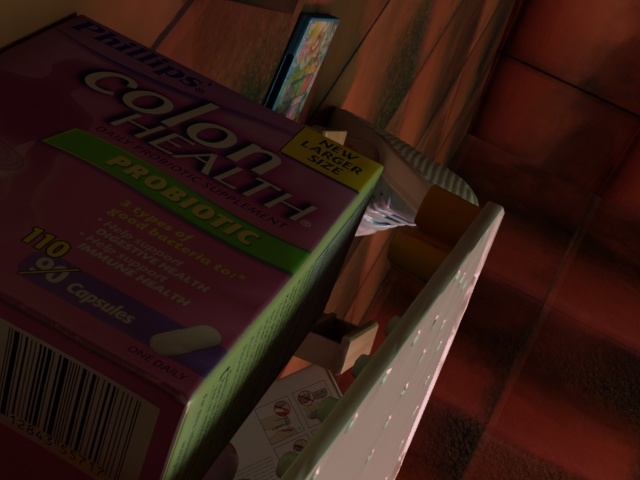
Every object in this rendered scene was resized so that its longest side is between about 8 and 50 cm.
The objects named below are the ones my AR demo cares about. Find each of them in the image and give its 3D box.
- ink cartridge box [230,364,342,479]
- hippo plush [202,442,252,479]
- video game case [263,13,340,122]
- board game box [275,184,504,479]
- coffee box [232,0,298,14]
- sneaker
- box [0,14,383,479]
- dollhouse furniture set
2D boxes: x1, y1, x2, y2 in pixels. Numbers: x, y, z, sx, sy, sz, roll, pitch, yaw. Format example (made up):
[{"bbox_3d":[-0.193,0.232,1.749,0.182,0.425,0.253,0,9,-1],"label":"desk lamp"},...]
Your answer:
[{"bbox_3d":[-0.118,0.296,1.172,0.309,0.130,0.272,-22,156,-17],"label":"ink cartridge box"},{"bbox_3d":[-0.191,0.282,0.802,0.294,0.234,0.236,-44,-169,36],"label":"hippo plush"},{"bbox_3d":[-0.031,-0.173,1.138,0.166,0.015,0.119,-65,171,17],"label":"video game case"},{"bbox_3d":[-0.035,0.204,0.619,0.390,0.050,0.390,-47,159,-44],"label":"board game box"},{"bbox_3d":[-0.026,-0.271,0.609,0.247,0.098,0.141,-65,170,14],"label":"coffee box"},{"bbox_3d":[0.080,-0.054,1.318,0.150,0.135,0.366,-63,-157,11],"label":"sneaker"},{"bbox_3d":[-0.115,0.006,0.542,0.243,0.213,0.117,-49,164,-55],"label":"box"},{"bbox_3d":[0.000,0.000,1.129,0.212,0.161,0.242,-17,125,-70],"label":"dollhouse furniture set"}]
